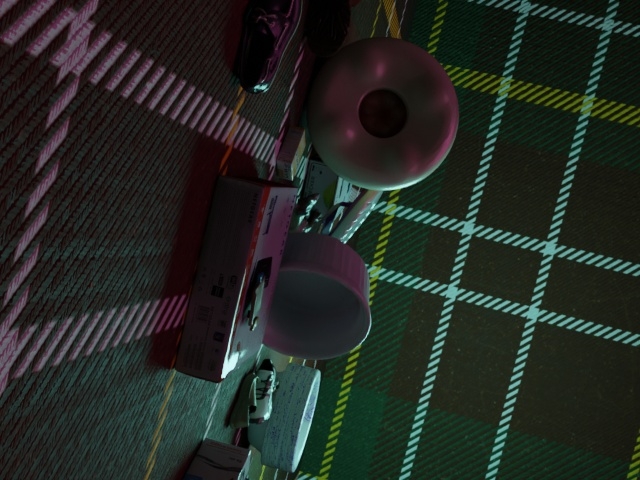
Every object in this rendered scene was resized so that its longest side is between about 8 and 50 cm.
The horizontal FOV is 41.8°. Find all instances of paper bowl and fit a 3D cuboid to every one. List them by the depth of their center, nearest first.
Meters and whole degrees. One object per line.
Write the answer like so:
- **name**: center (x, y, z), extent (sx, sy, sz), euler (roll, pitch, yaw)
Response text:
- **paper bowl**: center (-0.103, 0.471, 2.270), extent (0.284, 0.148, 0.284), euler (14, 90, -81)

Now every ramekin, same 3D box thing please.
- **ramekin**: center (-0.025, 0.112, 1.769), extent (0.135, 0.277, 0.277), euler (-78, 176, -47)

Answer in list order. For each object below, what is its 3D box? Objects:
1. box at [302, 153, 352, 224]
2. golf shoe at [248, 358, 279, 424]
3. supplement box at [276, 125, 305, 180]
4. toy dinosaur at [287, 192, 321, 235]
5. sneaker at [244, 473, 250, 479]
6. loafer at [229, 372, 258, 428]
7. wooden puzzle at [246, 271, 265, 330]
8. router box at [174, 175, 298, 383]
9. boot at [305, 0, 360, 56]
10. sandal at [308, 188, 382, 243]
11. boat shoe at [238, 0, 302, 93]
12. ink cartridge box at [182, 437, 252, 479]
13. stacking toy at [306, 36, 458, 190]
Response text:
- **box**: center (0.026, -0.157, 2.273), extent (0.290, 0.087, 0.169), euler (-50, 153, -71)
- **golf shoe**: center (-0.153, 0.371, 2.067), extent (0.198, 0.077, 0.094), euler (-75, 165, -62)
- **supplement box**: center (-0.062, -0.187, 1.786), extent (0.062, 0.036, 0.099), euler (89, 18, -61)
- **toy dinosaur**: center (-0.077, 0.009, 1.873), extent (0.160, 0.121, 0.314), euler (-36, 146, -59)
- **sneaker**: center (-0.212, 0.612, 2.073), extent (0.152, 0.058, 0.085), euler (85, 27, -79)
- **loafer**: center (-0.172, 0.383, 1.985), extent (0.056, 0.050, 0.148), euler (93, 14, -55)
- **wooden puzzle**: center (-0.112, 0.104, 1.441), extent (0.078, 0.014, 0.116), euler (-65, 168, -72)
- **router box**: center (-0.141, 0.054, 1.498), extent (0.301, 0.082, 0.336), euler (-23, 127, -80)
- **boot**: center (0.048, -0.516, 1.793), extent (0.269, 0.089, 0.236), euler (-54, 158, -72)
- **sandal**: center (-0.002, 0.001, 2.056), extent (0.416, 0.102, 0.169), euler (-51, 176, 7)
- **boat shoe**: center (-0.079, -0.326, 1.288), extent (0.065, 0.075, 0.206), euler (-53, 161, -78)
- **ink cartridge box**: center (-0.208, 0.468, 1.697), extent (0.180, 0.104, 0.060), euler (-64, 165, -59)
- **stacking toy**: center (0.129, -0.288, 2.100), extent (0.480, 0.350, 0.351), euler (176, -71, -86)
